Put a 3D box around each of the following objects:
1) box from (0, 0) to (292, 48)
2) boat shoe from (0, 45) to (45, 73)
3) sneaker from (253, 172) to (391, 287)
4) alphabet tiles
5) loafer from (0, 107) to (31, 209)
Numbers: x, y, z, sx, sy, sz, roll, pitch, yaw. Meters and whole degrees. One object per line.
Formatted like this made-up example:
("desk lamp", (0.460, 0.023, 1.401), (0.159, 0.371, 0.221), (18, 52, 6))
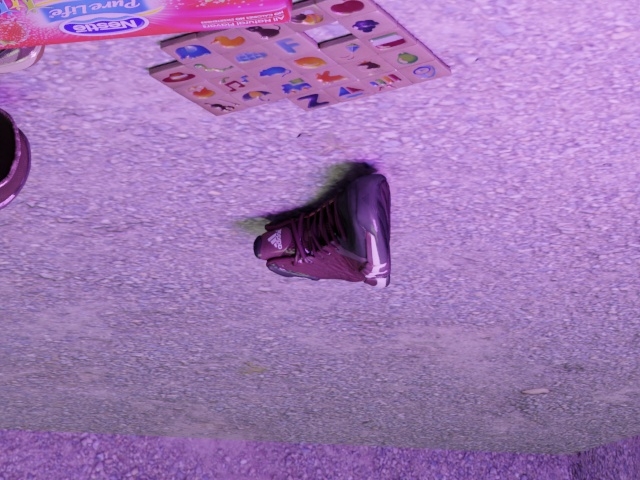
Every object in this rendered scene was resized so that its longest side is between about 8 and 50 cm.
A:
("box", (-0.152, -0.213, 0.985), (0.257, 0.122, 0.128), (-4, 163, 5))
("boat shoe", (-0.312, -0.162, 1.243), (0.152, 0.056, 0.049), (-15, 155, 7))
("sneaker", (0.000, 0.000, 1.695), (0.162, 0.106, 0.281), (0, 163, 3))
("alphabet tiles", (-0.027, -0.161, 1.347), (0.237, 0.009, 0.198), (-11, 160, 26))
("loafer", (-0.429, -0.095, 1.292), (0.366, 0.134, 0.130), (6, 160, -25))
